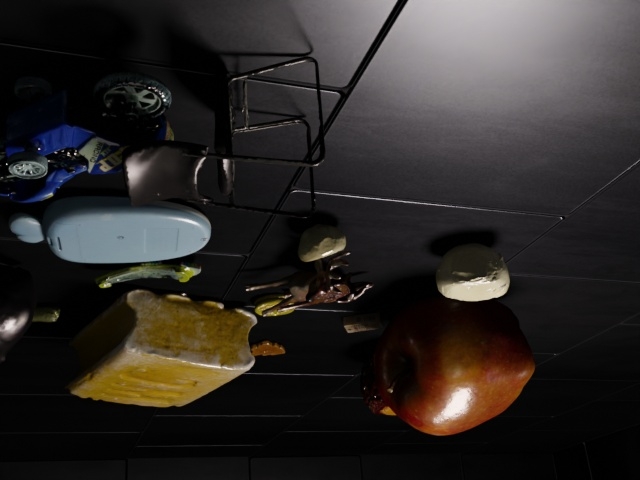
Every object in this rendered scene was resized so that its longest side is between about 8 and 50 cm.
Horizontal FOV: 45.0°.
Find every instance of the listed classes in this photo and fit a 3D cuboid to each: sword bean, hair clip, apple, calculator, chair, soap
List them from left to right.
[{"bbox_3d":[-0.645,0.154,1.523,0.269,0.038,0.043,-5,180,1],"label":"sword bean"},{"bbox_3d":[-0.324,-0.014,1.207,0.302,0.042,0.188,-2,156,-13],"label":"calculator"},{"bbox_3d":[-0.305,0.059,1.377,0.188,0.033,0.060,-5,157,-4],"label":"hair clip"},{"bbox_3d":[-0.334,0.232,1.609,0.293,0.156,0.335,18,146,-31],"label":"soap"},{"bbox_3d":[-0.112,-0.115,0.902,0.221,0.145,0.140,-2,154,-6],"label":"chair"},{"bbox_3d":[0.270,0.247,1.605,0.316,0.288,0.288,-5,157,-24],"label":"apple"}]

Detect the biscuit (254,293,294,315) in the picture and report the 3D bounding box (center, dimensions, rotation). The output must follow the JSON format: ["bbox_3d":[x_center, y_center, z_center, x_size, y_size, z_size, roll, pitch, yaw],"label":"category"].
[{"bbox_3d":[-0.094,0.133,1.584,0.083,0.023,0.084,-5,156,-2],"label":"biscuit"}]

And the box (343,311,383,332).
[{"bbox_3d":[0.096,0.183,1.724,0.083,0.024,0.053,-11,154,10],"label":"box"}]

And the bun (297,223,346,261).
[{"bbox_3d":[0.000,0.000,1.275,0.086,0.055,0.086,-16,-179,0],"label":"bun"}]

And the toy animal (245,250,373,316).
[{"bbox_3d":[-0.005,0.077,1.403,0.259,0.087,0.243,-17,177,29],"label":"toy animal"}]

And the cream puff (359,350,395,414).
[{"bbox_3d":[0.213,0.341,1.915,0.238,0.165,0.239,-8,157,-3],"label":"cream puff"}]

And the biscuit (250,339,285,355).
[{"bbox_3d":[-0.125,0.259,1.858,0.092,0.016,0.082,8,147,-27],"label":"biscuit"}]

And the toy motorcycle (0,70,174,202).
[{"bbox_3d":[-0.285,-0.114,0.920,0.315,0.113,0.169,-16,156,25],"label":"toy motorcycle"}]

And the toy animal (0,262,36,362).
[{"bbox_3d":[-0.596,0.092,1.246,0.187,0.165,0.235,-17,150,21],"label":"toy animal"}]

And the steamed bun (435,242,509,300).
[{"bbox_3d":[0.274,0.056,1.400,0.129,0.091,0.112,-7,151,12],"label":"steamed bun"}]
